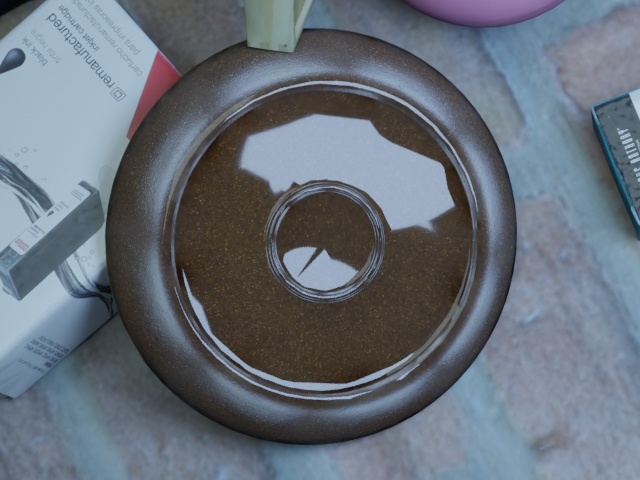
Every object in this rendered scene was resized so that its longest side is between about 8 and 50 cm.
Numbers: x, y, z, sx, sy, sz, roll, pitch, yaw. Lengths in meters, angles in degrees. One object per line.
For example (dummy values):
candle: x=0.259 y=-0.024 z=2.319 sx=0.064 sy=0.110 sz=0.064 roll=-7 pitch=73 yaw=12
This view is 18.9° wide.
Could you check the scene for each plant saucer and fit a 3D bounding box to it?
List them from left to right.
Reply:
plant saucer: x=0.000 y=0.000 z=1.404 sx=0.310 sy=0.050 sz=0.310 roll=-1 pitch=94 yaw=-11

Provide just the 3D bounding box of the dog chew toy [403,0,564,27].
dog chew toy: x=0.109 y=-0.280 z=1.368 sx=0.207 sy=0.332 sz=0.206 roll=-2 pitch=77 yaw=10

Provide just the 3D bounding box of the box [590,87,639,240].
box: x=0.332 y=-0.092 z=1.428 sx=0.244 sy=0.060 sz=0.100 roll=-21 pitch=75 yaw=5

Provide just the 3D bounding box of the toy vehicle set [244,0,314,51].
toy vehicle set: x=-0.006 y=-0.284 z=1.414 sx=0.035 sy=0.166 sz=0.267 roll=10 pitch=45 yaw=10

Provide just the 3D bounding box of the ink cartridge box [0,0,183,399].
ink cartridge box: x=-0.211 y=-0.040 z=1.484 sx=0.273 sy=0.114 sz=0.197 roll=-42 pitch=75 yaw=0

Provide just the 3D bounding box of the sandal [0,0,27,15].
sandal: x=-0.254 y=-0.234 z=1.565 sx=0.254 sy=0.054 sz=0.097 roll=-16 pitch=76 yaw=6
